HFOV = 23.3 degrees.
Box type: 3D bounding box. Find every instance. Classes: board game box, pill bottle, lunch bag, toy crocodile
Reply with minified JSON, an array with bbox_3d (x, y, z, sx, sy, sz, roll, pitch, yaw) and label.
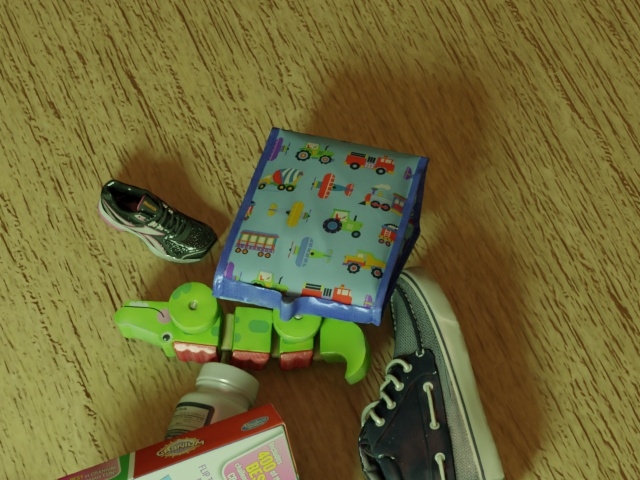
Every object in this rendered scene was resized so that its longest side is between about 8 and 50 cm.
[{"bbox_3d":[-0.170,0.361,1.874,0.317,0.242,0.064,-18,23,-11],"label":"board game box"},{"bbox_3d":[-0.143,0.254,1.983,0.108,0.108,0.180,18,65,5],"label":"pill bottle"},{"bbox_3d":[0.000,0.000,2.020,0.221,0.138,0.293,12,39,10],"label":"lunch bag"},{"bbox_3d":[-0.101,0.126,2.040,0.341,0.115,0.105,5,69,0],"label":"toy crocodile"}]

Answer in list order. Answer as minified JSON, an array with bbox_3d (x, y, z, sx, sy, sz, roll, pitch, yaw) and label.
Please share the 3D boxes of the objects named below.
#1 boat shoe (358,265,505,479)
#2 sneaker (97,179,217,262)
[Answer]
[{"bbox_3d":[0.113,0.200,2.008,0.158,0.127,0.340,-12,66,-15],"label":"boat shoe"},{"bbox_3d":[-0.229,-0.028,2.127,0.178,0.077,0.072,20,67,6],"label":"sneaker"}]
